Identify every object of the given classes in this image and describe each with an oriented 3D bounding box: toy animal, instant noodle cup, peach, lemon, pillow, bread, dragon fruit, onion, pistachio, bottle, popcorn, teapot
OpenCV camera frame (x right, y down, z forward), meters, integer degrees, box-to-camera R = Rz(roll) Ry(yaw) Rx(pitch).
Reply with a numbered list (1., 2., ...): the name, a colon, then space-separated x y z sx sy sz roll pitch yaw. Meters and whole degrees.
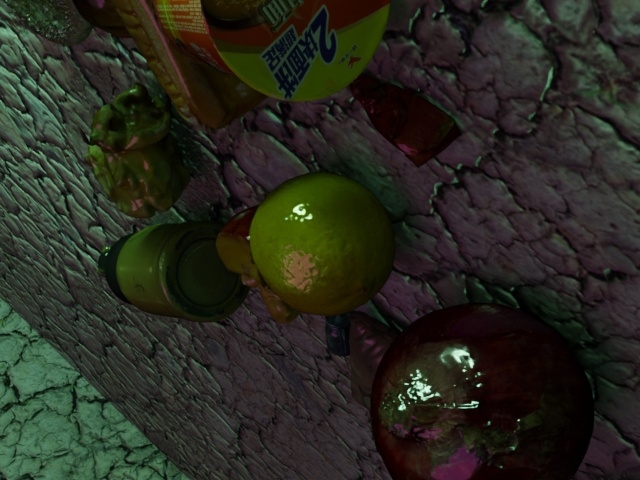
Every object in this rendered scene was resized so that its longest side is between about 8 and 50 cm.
1. toy animal: -0.089 0.062 1.470 0.159 0.070 0.083 49 154 7
2. instant noodle cup: -0.062 -0.250 0.897 0.174 0.213 0.213 21 144 54
3. peach: -0.087 0.003 1.332 0.151 0.118 0.151 15 -175 -1
4. lemon: 0.000 0.000 1.144 0.203 0.178 0.178 46 155 32
5. pillow: 0.131 0.226 1.347 0.236 0.084 0.223 31 150 32
6. bread: -0.160 -0.274 1.041 0.119 0.152 0.288 15 138 54
7. dragon fruit: 0.076 -0.131 0.986 0.131 0.063 0.097 46 152 2
8. onion: 0.184 0.205 1.072 0.276 0.276 0.276 34 149 24
9. pistachio: -0.288 -0.335 1.192 0.189 0.100 0.110 44 148 4
10. bottle: -0.274 0.050 1.605 0.351 0.171 0.171 1 127 57
11. popcorn: -0.283 -0.128 1.386 0.195 0.174 0.168 116 141 -61
12. teapot: 0.029 0.149 1.413 0.049 0.063 0.083 11 139 20
13. bread: -0.450 -0.411 1.386 0.267 0.040 0.267 34 150 23
